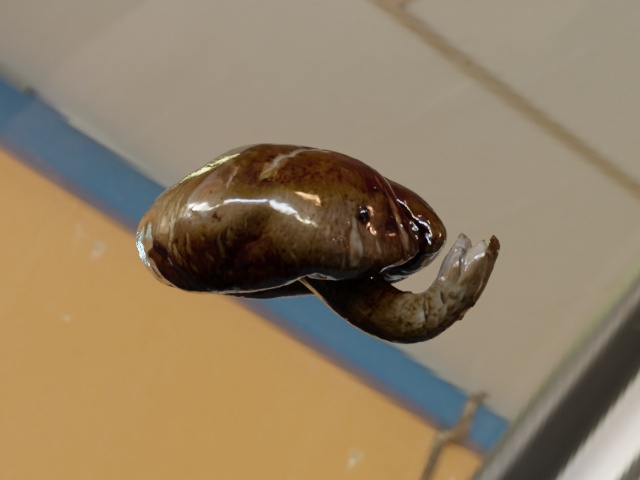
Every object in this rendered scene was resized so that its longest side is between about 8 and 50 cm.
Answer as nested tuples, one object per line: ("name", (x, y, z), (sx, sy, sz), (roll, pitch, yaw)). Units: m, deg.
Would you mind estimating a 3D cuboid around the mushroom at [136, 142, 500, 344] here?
("mushroom", (0.000, -0.002, 0.721), (0.170, 0.080, 0.135), (10, 7, 29))
